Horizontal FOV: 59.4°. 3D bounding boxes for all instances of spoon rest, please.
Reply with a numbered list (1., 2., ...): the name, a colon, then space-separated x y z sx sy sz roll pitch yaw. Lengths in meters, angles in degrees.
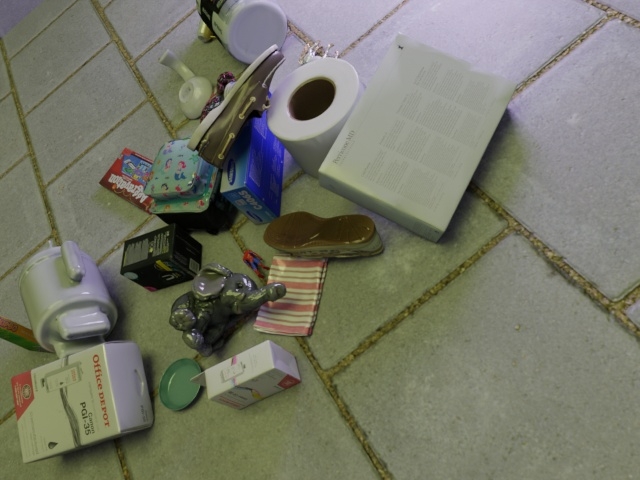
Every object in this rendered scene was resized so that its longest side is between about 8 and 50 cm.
1. spoon rest: -0.420 -0.497 1.786 0.137 0.084 0.276 -45 61 20

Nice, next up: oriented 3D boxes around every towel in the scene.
1. towel: -0.066 0.116 1.266 0.144 0.029 0.197 0 63 28

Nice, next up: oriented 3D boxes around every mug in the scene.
1. mug: -0.383 -0.710 1.898 0.078 0.062 0.064 8 75 39

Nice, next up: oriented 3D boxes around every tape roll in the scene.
1. tape roll: 0.013 -0.294 1.370 0.246 0.169 0.246 -14 57 22

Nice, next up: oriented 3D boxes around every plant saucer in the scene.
1. plant saucer: -0.316 0.329 1.284 0.119 0.021 0.119 -13 58 21

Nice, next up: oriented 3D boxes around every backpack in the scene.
1. backpack: -0.329 -0.169 1.483 0.225 0.191 0.253 0 58 30

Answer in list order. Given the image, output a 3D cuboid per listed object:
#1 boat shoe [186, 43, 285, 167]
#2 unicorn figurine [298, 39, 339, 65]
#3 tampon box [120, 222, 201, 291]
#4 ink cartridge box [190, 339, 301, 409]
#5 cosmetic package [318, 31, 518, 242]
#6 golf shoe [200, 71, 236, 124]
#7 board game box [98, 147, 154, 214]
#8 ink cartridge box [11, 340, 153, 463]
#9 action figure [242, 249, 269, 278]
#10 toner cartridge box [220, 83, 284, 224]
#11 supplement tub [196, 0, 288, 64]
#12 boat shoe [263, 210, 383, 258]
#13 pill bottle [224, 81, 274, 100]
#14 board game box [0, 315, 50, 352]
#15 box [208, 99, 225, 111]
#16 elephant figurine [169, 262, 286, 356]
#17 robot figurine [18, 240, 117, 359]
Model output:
1. boat shoe: -0.179 -0.317 1.325 0.324 0.097 0.116 -53 9 -11
2. unicorn figurine: -0.003 -0.507 1.579 0.162 0.060 0.111 22 75 53
3. tampon box: -0.404 0.047 1.432 0.161 0.120 0.101 -17 55 20
4. ink cartridge box: -0.156 0.289 1.160 0.198 0.115 0.067 -27 54 14
5. cosmetic package: 0.206 -0.225 1.201 0.284 0.097 0.377 28 76 7
6. golf shoe: -0.306 -0.412 1.690 0.186 0.067 0.086 -64 13 -3
7. board game box: -0.558 -0.186 1.711 0.281 0.027 0.145 26 78 36
8. ink cartridge box: -0.551 0.369 1.295 0.283 0.117 0.207 -22 74 16
9. action figure: -0.159 0.053 1.348 0.115 0.030 0.038 39 101 49
10. toner cartridge box: -0.163 -0.231 1.434 0.075 0.165 0.348 -13 57 24
11. supplement tub: -0.256 -0.707 1.732 0.207 0.207 0.338 -39 52 4
12. boat shoe: 0.000 0.000 1.260 0.285 0.089 0.104 4 59 32
13. pill bottle: -0.204 -0.416 1.616 0.137 0.078 0.078 13 70 34
14. board game box: -0.820 0.233 1.463 0.124 0.259 0.039 -2 62 28
15. box: -0.269 -0.371 1.616 0.083 0.067 0.018 -14 50 26
16. elephant figurine: -0.214 0.133 1.270 0.239 0.169 0.186 -44 84 -5
17. robot figurine: -0.659 0.152 1.461 0.353 0.200 0.300 48 125 38
